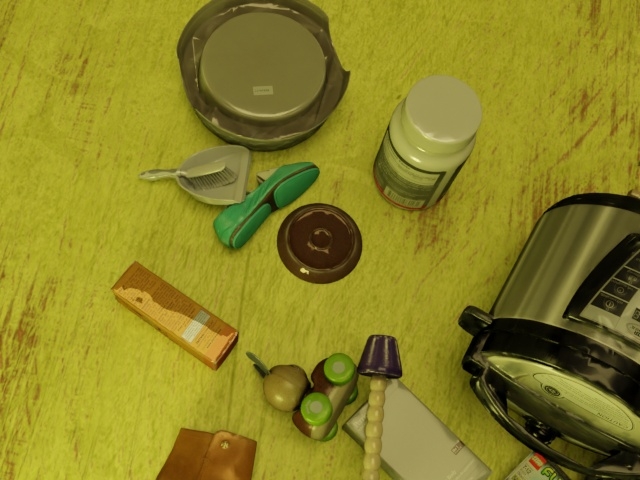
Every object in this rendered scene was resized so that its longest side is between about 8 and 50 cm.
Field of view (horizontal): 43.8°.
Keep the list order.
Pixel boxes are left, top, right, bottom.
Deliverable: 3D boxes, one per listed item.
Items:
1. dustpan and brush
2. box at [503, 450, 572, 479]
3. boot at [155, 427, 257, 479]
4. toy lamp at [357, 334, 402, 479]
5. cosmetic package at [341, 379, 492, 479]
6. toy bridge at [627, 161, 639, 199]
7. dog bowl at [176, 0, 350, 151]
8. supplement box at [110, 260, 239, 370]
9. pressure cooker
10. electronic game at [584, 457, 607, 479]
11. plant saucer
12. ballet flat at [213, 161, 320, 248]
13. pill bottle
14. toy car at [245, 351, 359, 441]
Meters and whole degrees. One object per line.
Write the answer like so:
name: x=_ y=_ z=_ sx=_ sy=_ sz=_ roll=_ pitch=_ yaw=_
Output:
dustpan and brush: x=-0.247 y=-0.126 z=1.536 sx=0.211 sy=0.060 sz=0.147 roll=-9 pitch=49 yaw=16
box: x=0.401 y=0.463 z=1.340 sx=0.114 sy=0.036 sz=0.207 roll=-49 pitch=49 yaw=7
boot: x=-0.138 y=0.432 z=1.310 sx=0.295 sy=0.104 sz=0.211 roll=16 pitch=65 yaw=14
toy lamp: x=0.091 y=0.294 z=1.315 sx=0.080 sy=0.080 sz=0.275 roll=8 pitch=75 yaw=-3
cosmetic package: x=0.163 y=0.362 z=1.387 sx=0.238 sy=0.107 sz=0.127 roll=43 pitch=75 yaw=7
toy bridge: x=0.666 y=-0.084 z=1.645 sx=0.063 sy=0.026 sz=0.188 roll=26 pitch=70 yaw=2
dog bowl: x=-0.116 y=-0.337 z=1.613 sx=0.348 sy=0.102 sz=0.349 roll=2 pitch=70 yaw=-5
supplement box: x=-0.261 y=0.135 z=1.437 sx=0.233 sy=0.078 sz=0.080 roll=32 pitch=70 yaw=5
pressure cooker: x=0.467 y=0.181 z=1.349 sx=0.375 sy=0.369 sz=0.420 roll=48 pitch=66 yaw=-35
electronic game: x=0.570 y=0.446 z=1.364 sx=0.229 sy=0.048 sz=0.229 roll=-4 pitch=27 yaw=2
plant saucer: x=0.000 y=0.000 z=1.541 sx=0.168 sy=0.029 sz=0.169 roll=2 pitch=69 yaw=-5
ballet flat: x=-0.112 y=-0.088 z=1.536 sx=0.087 sy=0.083 sz=0.247 roll=38 pitch=68 yaw=23
pill bottle: x=0.197 y=-0.180 z=1.492 sx=0.161 sy=0.283 sz=0.161 roll=2 pitch=70 yaw=-6
toy car: x=-0.041 y=0.245 z=1.391 sx=0.188 sy=0.155 sz=0.149 roll=25 pitch=69 yaw=17
